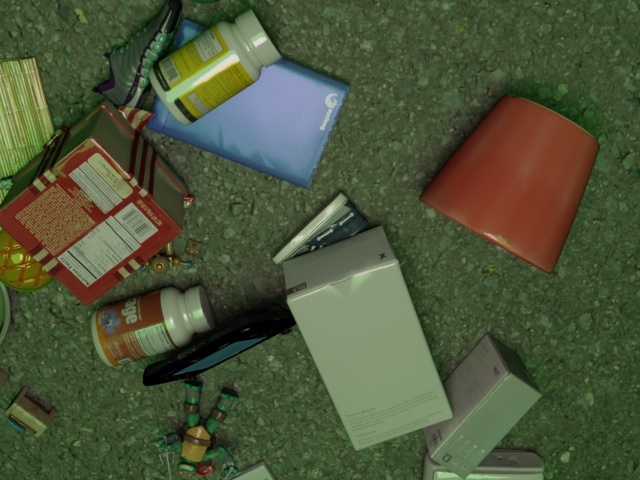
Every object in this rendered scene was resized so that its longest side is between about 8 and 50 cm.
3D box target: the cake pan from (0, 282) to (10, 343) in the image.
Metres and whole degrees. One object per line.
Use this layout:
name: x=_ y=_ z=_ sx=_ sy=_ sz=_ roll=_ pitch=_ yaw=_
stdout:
cake pan: x=-0.744 y=0.116 z=1.610 sx=0.293 sy=0.054 sz=0.293 roll=-1 pitch=108 yaw=-2

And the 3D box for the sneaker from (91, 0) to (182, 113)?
sneaker: x=-0.326 y=-0.338 z=1.466 sx=0.098 sy=0.083 sz=0.223 roll=27 pitch=106 yaw=-5

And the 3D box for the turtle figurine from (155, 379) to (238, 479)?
turtle figurine: x=-0.253 y=0.411 z=1.694 sx=0.175 sy=0.118 sz=0.234 roll=14 pitch=92 yaw=-22

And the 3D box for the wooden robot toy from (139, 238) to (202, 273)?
wooden robot toy: x=-0.314 y=0.032 z=1.586 sx=0.173 sy=0.079 sz=0.076 roll=-5 pitch=108 yaw=-1

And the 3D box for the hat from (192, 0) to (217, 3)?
hat: x=-0.275 y=-0.494 z=1.444 sx=0.208 sy=0.183 sz=0.173 roll=14 pitch=84 yaw=-44

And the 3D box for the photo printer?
photo printer: x=0.337 y=0.602 z=1.783 sx=0.256 sy=0.107 sz=0.307 roll=3 pitch=108 yaw=-3

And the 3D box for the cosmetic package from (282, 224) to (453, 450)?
cosmetic package: x=0.092 y=0.191 z=1.587 sx=0.217 sy=0.156 sz=0.385 roll=-19 pitch=116 yaw=3

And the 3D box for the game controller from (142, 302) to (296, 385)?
game controller: x=-0.193 y=0.205 z=1.565 sx=0.319 sy=0.166 sz=0.067 roll=-30 pitch=83 yaw=32

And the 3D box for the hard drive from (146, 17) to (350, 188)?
hard drive: x=-0.132 y=-0.247 z=1.522 sx=0.319 sy=0.040 sz=0.210 roll=20 pitch=106 yaw=-8

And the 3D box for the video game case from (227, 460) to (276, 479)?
video game case: x=-0.159 y=0.614 z=1.810 sx=0.206 sy=0.026 sz=0.227 roll=-27 pitch=107 yaw=7

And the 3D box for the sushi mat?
sushi mat: x=-0.563 y=-0.177 z=1.540 sx=0.151 sy=0.019 sz=0.316 roll=-10 pitch=108 yaw=2

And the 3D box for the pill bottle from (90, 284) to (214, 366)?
pill bottle: x=-0.322 y=0.160 z=1.606 sx=0.216 sy=0.121 sz=0.121 roll=-17 pitch=108 yaw=3

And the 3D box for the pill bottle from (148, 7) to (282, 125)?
pill bottle: x=-0.178 y=-0.299 z=1.420 sx=0.208 sy=0.119 sz=0.119 roll=-31 pitch=107 yaw=8

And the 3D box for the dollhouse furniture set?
dollhouse furniture set: x=-0.655 y=0.356 z=1.652 sx=0.184 sy=0.129 sz=0.129 roll=41 pitch=102 yaw=-14

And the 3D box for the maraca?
maraca: x=-0.572 y=0.018 z=1.555 sx=0.127 sy=0.099 sz=0.185 roll=-46 pitch=116 yaw=-7

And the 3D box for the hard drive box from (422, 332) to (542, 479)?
hard drive box: x=0.310 y=0.326 z=1.654 sx=0.089 sy=0.181 sz=0.232 roll=35 pitch=104 yaw=-13

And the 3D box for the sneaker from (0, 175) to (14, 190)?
sneaker: x=-0.552 y=-0.087 z=1.539 sx=0.098 sy=0.038 sz=0.069 roll=-8 pitch=108 yaw=3

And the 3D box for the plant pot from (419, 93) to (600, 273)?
plant pot: x=0.351 y=-0.110 z=1.485 sx=0.275 sy=0.275 sz=0.243 roll=28 pitch=96 yaw=-11

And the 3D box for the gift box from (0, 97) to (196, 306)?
gift box: x=-0.366 y=-0.079 z=1.446 sx=0.276 sy=0.258 sz=0.255 roll=-33 pitch=115 yaw=6

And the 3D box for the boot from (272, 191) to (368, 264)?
boot: x=0.000 y=0.000 z=1.592 sx=0.190 sy=0.069 sz=0.086 roll=-42 pitch=99 yaw=10
